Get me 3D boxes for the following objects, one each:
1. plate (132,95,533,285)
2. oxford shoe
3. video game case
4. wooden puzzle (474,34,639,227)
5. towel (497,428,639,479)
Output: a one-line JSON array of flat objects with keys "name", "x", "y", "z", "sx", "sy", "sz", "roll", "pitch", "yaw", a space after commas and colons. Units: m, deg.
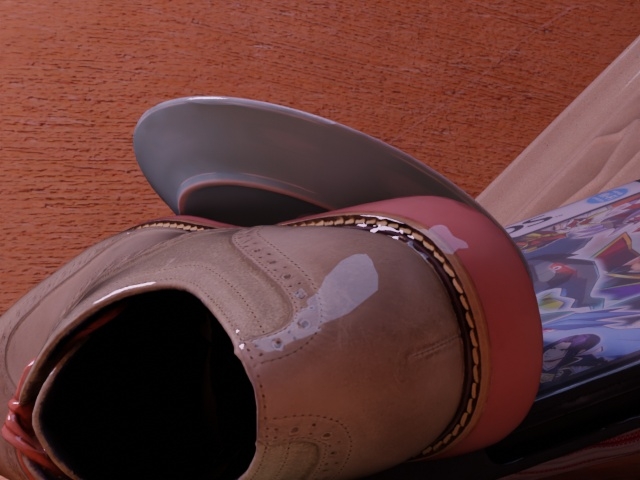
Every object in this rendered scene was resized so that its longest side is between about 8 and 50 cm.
[{"name": "plate", "x": 0.000, "y": 0.000, "z": 0.631, "sx": 0.188, "sy": 0.024, "sz": 0.188, "roll": 21, "pitch": -21, "yaw": 9}, {"name": "oxford shoe", "x": -0.080, "y": 0.051, "z": 0.576, "sx": 0.130, "sy": 0.123, "sz": 0.348, "roll": -11, "pitch": -5, "yaw": -40}, {"name": "video game case", "x": 0.104, "y": 0.040, "z": 0.722, "sx": 0.248, "sy": 0.035, "sz": 0.275, "roll": -19, "pitch": 13, "yaw": -4}, {"name": "wooden puzzle", "x": 0.274, "y": -0.074, "z": 1.036, "sx": 0.322, "sy": 0.080, "sz": 0.348, "roll": -45, "pitch": 13, "yaw": -9}, {"name": "towel", "x": 0.095, "y": 0.079, "z": 0.761, "sx": 0.144, "sy": 0.029, "sz": 0.197, "roll": -10, "pitch": 13, "yaw": -17}]
